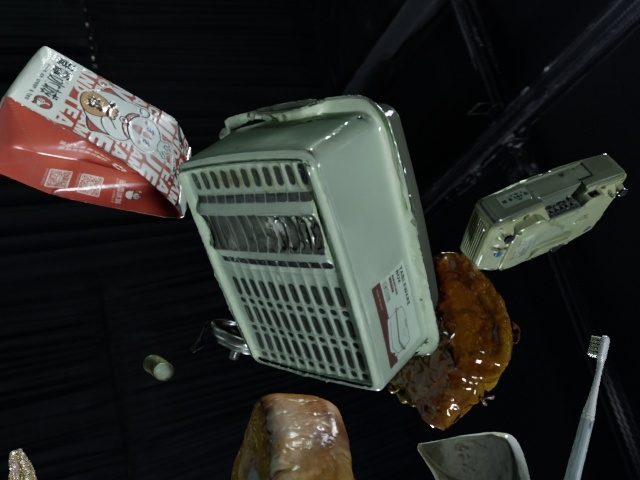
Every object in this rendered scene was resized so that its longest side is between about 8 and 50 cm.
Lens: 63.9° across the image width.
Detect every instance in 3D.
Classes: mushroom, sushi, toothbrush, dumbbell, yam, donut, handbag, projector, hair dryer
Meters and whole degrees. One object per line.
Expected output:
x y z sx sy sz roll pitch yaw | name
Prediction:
0.298 0.536 0.866 0.126 0.177 0.396 34 42 -61 | mushroom
0.194 0.145 0.805 0.179 0.167 0.296 109 -20 -55 | sushi
0.458 0.330 0.900 0.030 0.025 0.342 2 -111 51 | toothbrush
-0.203 0.205 1.474 0.192 0.192 0.289 20 -90 62 | dumbbell
-0.360 0.280 1.136 0.094 0.043 0.043 4 -79 56 | yam
-0.049 0.394 0.804 0.317 0.150 0.299 141 -37 -66 | donut
-0.346 -0.142 0.821 0.151 0.298 0.171 -41 -145 32 | handbag
0.390 -0.035 0.915 0.193 0.270 0.088 87 -21 -57 | projector
-0.315 0.250 1.352 0.079 0.031 0.083 -114 -135 -87 | hair dryer

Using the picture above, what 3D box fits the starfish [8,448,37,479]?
-0.464 0.419 0.762 0.043 0.240 0.227 28 -92 44 | starfish

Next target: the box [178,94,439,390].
0.000 0.000 0.543 0.221 0.166 0.290 2 -61 37 | box
